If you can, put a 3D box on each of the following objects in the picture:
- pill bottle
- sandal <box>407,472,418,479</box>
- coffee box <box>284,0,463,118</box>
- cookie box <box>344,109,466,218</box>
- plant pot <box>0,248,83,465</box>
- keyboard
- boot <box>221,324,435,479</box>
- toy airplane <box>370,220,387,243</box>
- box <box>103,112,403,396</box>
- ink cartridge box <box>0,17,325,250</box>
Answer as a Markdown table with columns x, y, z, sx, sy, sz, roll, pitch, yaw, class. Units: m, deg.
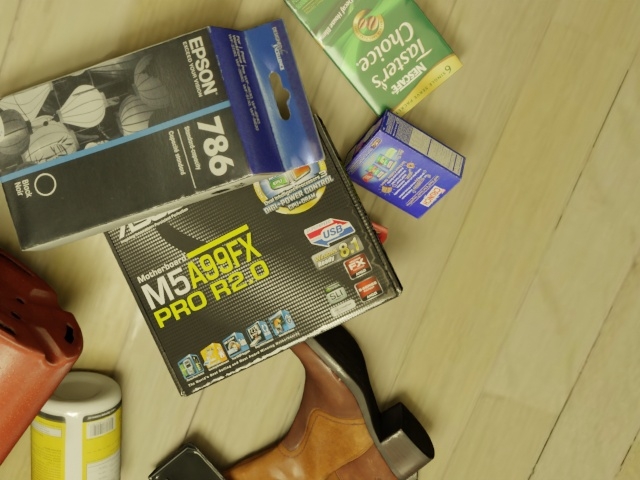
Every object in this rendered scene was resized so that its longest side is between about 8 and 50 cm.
| x | y | z | sx | sy | sz | roll | pitch | yaw | class |
| --- | --- | --- | --- | --- | --- | --- | --- | --- | --- |
| -0.286 | 0.255 | 1.099 | 0.103 | 0.103 | 0.184 | 3 | 106 | -6 | pill bottle |
| 0.099 | 0.345 | 1.192 | 0.067 | 0.040 | 0.179 | -4 | 106 | -4 | sandal |
| 0.058 | -0.227 | 1.023 | 0.113 | 0.040 | 0.184 | -38 | 106 | 6 | coffee box |
| 0.092 | -0.083 | 1.045 | 0.107 | 0.040 | 0.092 | 30 | 141 | -12 | cookie box |
| -0.405 | 0.148 | 0.971 | 0.272 | 0.272 | 0.265 | 41 | 97 | -15 | plant pot |
| -0.132 | 0.338 | 1.147 | 0.108 | 0.023 | 0.180 | -40 | 93 | 18 | keyboard |
| -0.046 | 0.239 | 1.146 | 0.280 | 0.096 | 0.264 | -35 | 108 | 18 | boot |
| 0.000 | 0.000 | 1.090 | 0.151 | 0.028 | 0.151 | -1 | 106 | -3 | toy airplane |
| -0.075 | 0.018 | 1.030 | 0.270 | 0.060 | 0.216 | -25 | 89 | 7 | box |
| -0.176 | -0.113 | 0.980 | 0.332 | 0.065 | 0.165 | -18 | 87 | 7 | ink cartridge box |
